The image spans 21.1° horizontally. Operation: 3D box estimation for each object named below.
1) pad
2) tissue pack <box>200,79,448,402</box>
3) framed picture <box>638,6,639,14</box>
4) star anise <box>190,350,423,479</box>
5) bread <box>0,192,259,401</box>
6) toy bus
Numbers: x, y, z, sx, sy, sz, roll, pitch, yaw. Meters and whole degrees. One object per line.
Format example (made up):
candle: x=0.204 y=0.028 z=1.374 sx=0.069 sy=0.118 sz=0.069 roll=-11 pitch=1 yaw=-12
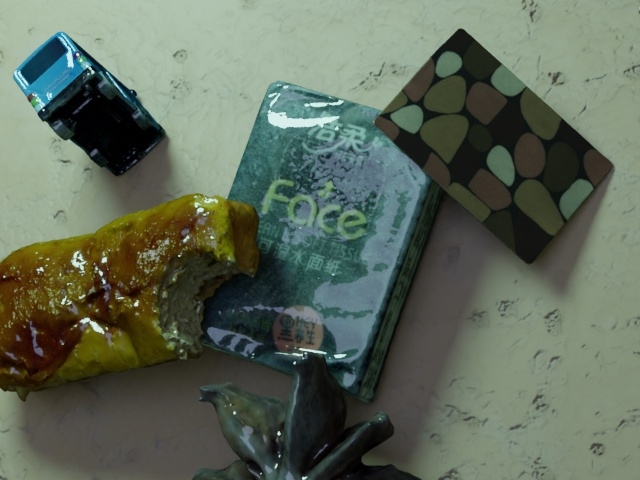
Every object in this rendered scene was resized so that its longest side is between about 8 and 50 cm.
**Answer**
pad: x=0.191 y=-0.106 z=1.882 sx=0.235 sy=0.003 sz=0.158 roll=42 pitch=74 yaw=-2
tissue pack: x=0.000 y=0.000 z=1.931 sx=0.227 sy=0.103 sz=0.316 roll=17 pitch=83 yaw=18
framed picture: x=0.512 y=-0.213 z=1.875 sx=0.281 sy=0.019 sz=0.209 roll=-21 pitch=71 yaw=11
star anise: x=-0.030 y=0.261 z=1.854 sx=0.359 sy=0.139 sz=0.316 roll=7 pitch=101 yaw=23
bread: x=-0.229 y=0.068 z=1.919 sx=0.380 sy=0.109 sz=0.185 roll=-16 pitch=62 yaw=35
toy bus: x=-0.270 y=-0.159 z=2.016 sx=0.090 sy=0.184 sz=0.106 roll=-42 pitch=61 yaw=3
